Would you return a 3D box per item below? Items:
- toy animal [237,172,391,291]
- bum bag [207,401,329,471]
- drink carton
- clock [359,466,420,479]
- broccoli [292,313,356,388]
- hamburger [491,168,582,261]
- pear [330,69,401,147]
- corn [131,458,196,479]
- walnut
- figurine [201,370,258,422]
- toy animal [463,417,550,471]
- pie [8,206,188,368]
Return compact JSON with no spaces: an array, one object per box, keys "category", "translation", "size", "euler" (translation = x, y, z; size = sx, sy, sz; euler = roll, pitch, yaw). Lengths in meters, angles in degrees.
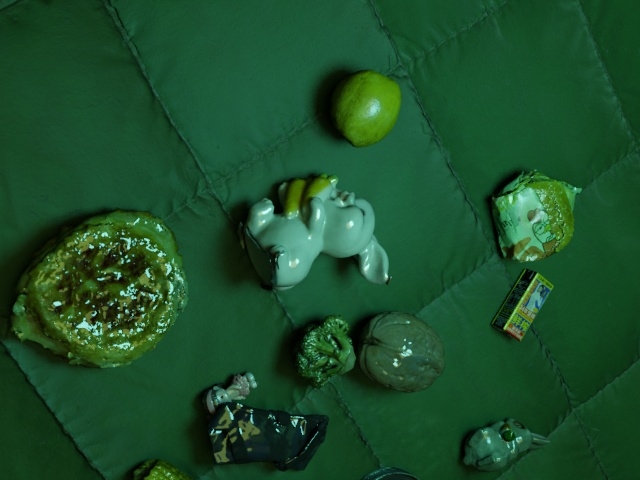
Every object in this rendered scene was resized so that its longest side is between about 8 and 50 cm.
[{"category":"toy animal","translation":[0.001,-0.005,1.652],"size":[0.310,0.183,0.247],"euler":[-18,108,-24]},{"category":"bum bag","translation":[-0.113,0.430,1.712],"size":[0.310,0.074,0.137],"euler":[16,89,-32]},{"category":"drink carton","translation":[0.496,0.158,1.934],"size":[0.071,0.056,0.166],"euler":[36,84,-30]},{"category":"clock","translation":[0.160,0.653,1.874],"size":[0.226,0.049,0.226],"euler":[-3,98,-20]},{"category":"broccoli","translation":[0.009,0.239,1.713],"size":[0.146,0.138,0.162],"euler":[47,63,-53]},{"category":"hamburger","translation":[0.526,-0.066,1.873],"size":[0.235,0.125,0.214],"euler":[-12,112,-6]},{"category":"pear","translation":[0.092,-0.279,1.663],"size":[0.149,0.149,0.162],"euler":[32,88,-22]},{"category":"corn","translation":[-0.246,0.588,1.666],"size":[0.363,0.120,0.120],"euler":[41,82,-18]},{"category":"walnut","translation":[0.188,0.253,1.770],"size":[0.230,0.178,0.178],"euler":[27,87,-28]},{"category":"figurine","translation":[-0.196,0.331,1.687],"size":[0.129,0.054,0.072],"euler":[-31,123,-22]},{"category":"toy animal","translation":[0.458,0.498,1.956],"size":[0.236,0.138,0.108],"euler":[-6,59,-43]},{"category":"pie","translation":[-0.422,0.097,1.535],"size":[0.354,0.103,0.288],"euler":[-44,116,-13]}]
